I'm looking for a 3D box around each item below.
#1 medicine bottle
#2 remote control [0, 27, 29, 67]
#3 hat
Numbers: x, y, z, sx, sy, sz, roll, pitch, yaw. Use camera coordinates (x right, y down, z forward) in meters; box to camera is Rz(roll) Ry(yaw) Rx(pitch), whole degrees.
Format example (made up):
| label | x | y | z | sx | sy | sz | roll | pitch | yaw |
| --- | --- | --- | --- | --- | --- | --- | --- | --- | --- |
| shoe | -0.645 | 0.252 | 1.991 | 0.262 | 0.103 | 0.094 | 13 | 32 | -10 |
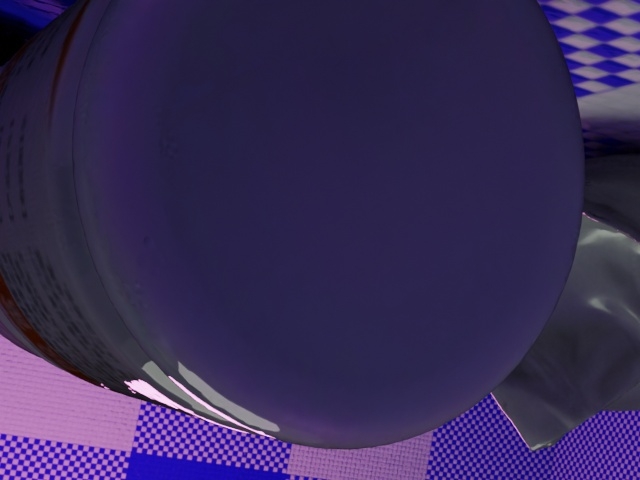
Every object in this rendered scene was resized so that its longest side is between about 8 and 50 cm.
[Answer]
| label | x | y | z | sx | sy | sz | roll | pitch | yaw |
| --- | --- | --- | --- | --- | --- | --- | --- | --- | --- |
| medicine bottle | -0.056 | -0.024 | 0.484 | 0.202 | 0.202 | 0.316 | 14 | 171 | -27 |
| remote control | -0.218 | -0.113 | 0.647 | 0.097 | 0.045 | 0.256 | 7 | 175 | 45 |
| hat | 0.252 | 0.015 | 0.712 | 0.301 | 0.168 | 0.258 | -11 | 161 | -24 |
